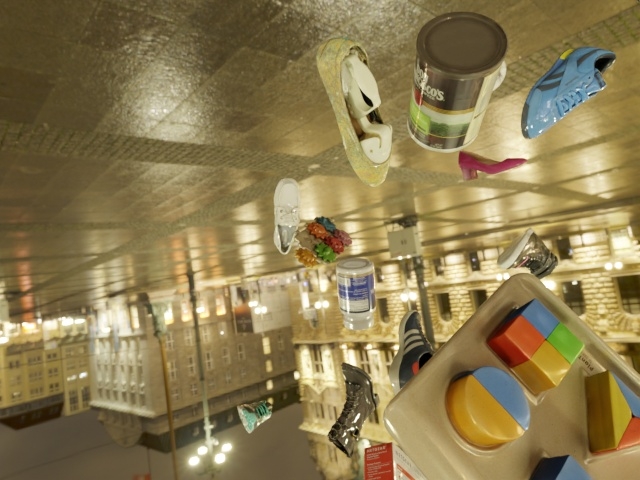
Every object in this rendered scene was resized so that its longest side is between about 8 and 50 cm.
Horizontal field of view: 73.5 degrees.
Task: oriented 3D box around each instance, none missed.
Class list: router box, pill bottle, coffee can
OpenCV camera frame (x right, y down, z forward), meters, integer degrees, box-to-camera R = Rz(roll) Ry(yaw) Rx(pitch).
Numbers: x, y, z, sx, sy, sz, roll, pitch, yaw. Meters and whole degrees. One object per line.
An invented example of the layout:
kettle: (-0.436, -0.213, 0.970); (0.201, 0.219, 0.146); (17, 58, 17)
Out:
router box: (0.220, 0.703, 1.013); (0.082, 0.335, 0.301); (-25, -148, 23)
pill bottle: (0.146, 0.215, 1.722); (0.153, 0.265, 0.153); (-5, -163, 1)
coffee can: (0.330, -0.385, 1.079); (0.201, 0.202, 0.275); (-8, 154, 3)

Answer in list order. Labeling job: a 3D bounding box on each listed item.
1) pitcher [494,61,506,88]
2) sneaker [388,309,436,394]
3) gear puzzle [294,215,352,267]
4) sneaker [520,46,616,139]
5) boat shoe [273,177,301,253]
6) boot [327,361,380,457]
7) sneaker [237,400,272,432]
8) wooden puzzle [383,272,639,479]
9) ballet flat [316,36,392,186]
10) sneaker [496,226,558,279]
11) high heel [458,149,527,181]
pitcher: (0.576, -0.564, 1.483); (0.207, 0.126, 0.177); (-44, -152, -24)
sneaker: (0.334, 0.367, 1.422); (0.148, 0.131, 0.350); (-7, -148, 25)
gear puzzle: (0.000, 0.000, 1.524); (0.044, 0.175, 0.339); (-54, 172, 32)
sneaker: (0.414, -0.249, 0.715); (0.082, 0.209, 0.069); (26, 159, 48)
boat shoe: (-0.114, -0.080, 1.517); (0.098, 0.277, 0.096); (-1, -152, -11)
boot: (0.096, 0.566, 1.429); (0.091, 0.263, 0.229); (-3, -145, 46)
sneaker: (-0.147, 0.395, 0.988); (0.076, 0.065, 0.166); (-25, 167, -18)
wooden puzzle: (0.308, 0.241, 0.574); (0.347, 0.322, 0.080); (-35, 164, -26)
ballet flat: (0.097, -0.269, 0.943); (0.123, 0.349, 0.123); (-20, -153, 10)
sneaker: (0.642, 0.059, 1.306); (0.295, 0.147, 0.105); (-24, 160, -50)
high heel: (0.596, -0.286, 1.503); (0.082, 0.117, 0.244); (-15, -176, -33)
